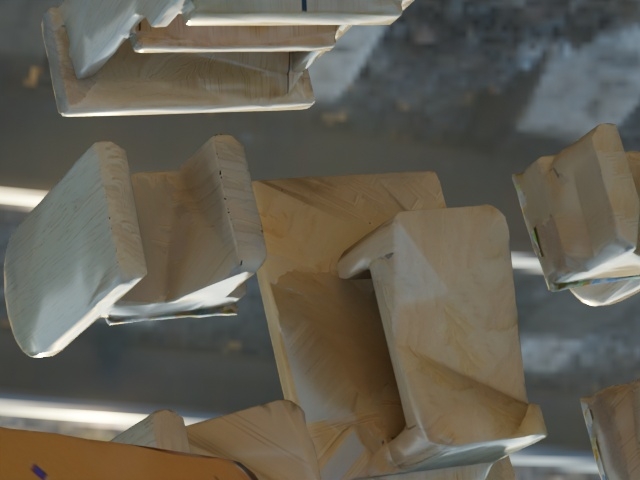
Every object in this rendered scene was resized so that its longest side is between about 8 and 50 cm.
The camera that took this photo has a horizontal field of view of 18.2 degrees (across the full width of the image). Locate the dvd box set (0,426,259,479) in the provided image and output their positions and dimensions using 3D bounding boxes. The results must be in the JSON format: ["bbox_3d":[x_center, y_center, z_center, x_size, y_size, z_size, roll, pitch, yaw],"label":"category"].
[{"bbox_3d":[-0.199,0.133,0.235,0.307,0.062,0.420,-48,152,14],"label":"dvd box set"}]

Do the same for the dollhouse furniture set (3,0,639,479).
[{"bbox_3d":[0.000,0.000,1.089,0.362,0.394,0.256,-4,162,-29],"label":"dollhouse furniture set"}]
